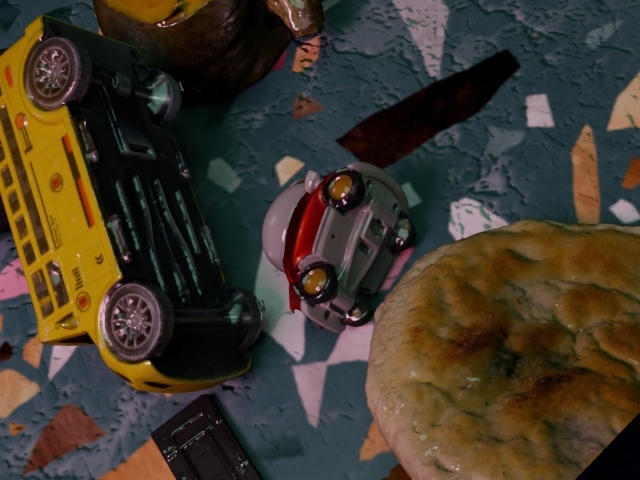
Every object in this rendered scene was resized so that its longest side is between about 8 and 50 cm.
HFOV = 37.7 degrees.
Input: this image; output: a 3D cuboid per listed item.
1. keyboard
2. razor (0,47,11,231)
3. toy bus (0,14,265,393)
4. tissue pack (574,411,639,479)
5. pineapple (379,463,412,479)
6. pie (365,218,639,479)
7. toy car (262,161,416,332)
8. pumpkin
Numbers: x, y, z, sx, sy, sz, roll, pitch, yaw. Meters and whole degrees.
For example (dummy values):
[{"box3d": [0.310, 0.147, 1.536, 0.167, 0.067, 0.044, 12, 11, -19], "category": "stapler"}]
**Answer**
[{"box3d": [-0.066, 0.217, 0.749, 0.061, 0.013, 0.204, -36, 60, -5], "category": "keyboard"}, {"box3d": [-0.426, -0.082, 0.948, 0.348, 0.113, 0.205, -8, 59, 12], "category": "razor"}, {"box3d": [-0.181, -0.016, 0.801, 0.152, 0.144, 0.330, -28, 73, 25], "category": "toy bus"}, {"box3d": [0.243, 0.154, 0.356, 0.416, 0.264, 0.253, -40, 49, -19], "category": "tissue pack"}, {"box3d": [0.049, 0.219, 0.653, 0.233, 0.135, 0.079, -16, 33, -24], "category": "pineapple"}, {"box3d": [0.178, 0.095, 0.650, 0.337, 0.075, 0.338, 1, 40, -1], "category": "pie"}, {"box3d": [0.000, 0.000, 0.802, 0.112, 0.112, 0.139, 16, 77, 38], "category": "toy car"}, {"box3d": [-0.074, -0.280, 0.948, 0.221, 0.139, 0.317, 34, 73, 31], "category": "pumpkin"}]
